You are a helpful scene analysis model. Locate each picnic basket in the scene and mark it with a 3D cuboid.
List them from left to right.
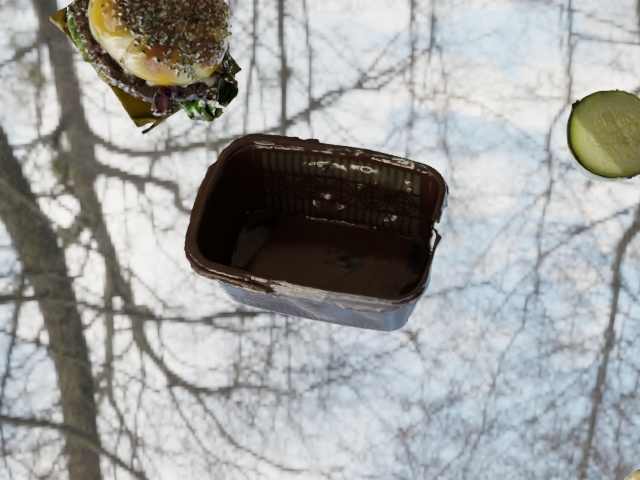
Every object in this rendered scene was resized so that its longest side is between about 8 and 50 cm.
[{"bbox_3d":[0.000,0.000,1.437,0.297,0.129,0.222,10,-120,12],"label":"picnic basket"}]

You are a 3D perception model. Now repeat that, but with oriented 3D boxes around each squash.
[{"bbox_3d":[0.417,-0.136,1.710,0.137,0.137,0.287,8,179,12],"label":"squash"}]

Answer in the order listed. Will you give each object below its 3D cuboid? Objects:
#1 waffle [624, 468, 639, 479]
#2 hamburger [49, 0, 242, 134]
[{"bbox_3d":[0.543,0.264,1.331,0.376,0.261,0.114,4,-121,-38],"label":"waffle"},{"bbox_3d":[-0.147,-0.196,1.121,0.093,0.189,0.164,-29,-159,54],"label":"hamburger"}]
